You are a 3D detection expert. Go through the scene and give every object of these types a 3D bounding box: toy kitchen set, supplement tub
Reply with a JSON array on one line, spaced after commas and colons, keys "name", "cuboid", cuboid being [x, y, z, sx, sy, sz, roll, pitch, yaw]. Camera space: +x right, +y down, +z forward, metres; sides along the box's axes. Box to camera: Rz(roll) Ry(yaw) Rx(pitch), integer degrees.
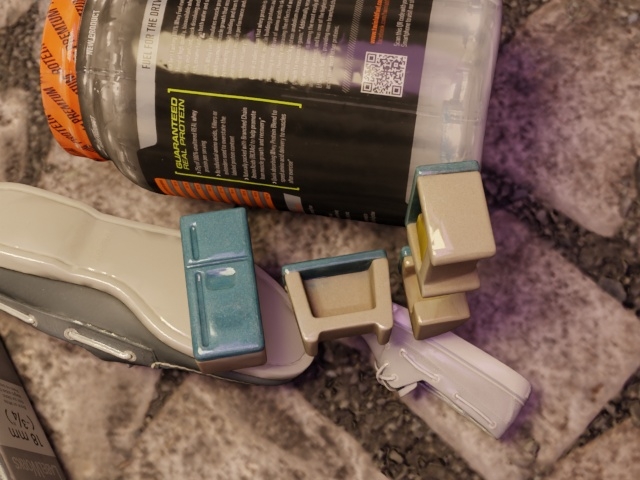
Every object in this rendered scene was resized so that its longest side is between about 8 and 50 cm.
[{"name": "toy kitchen set", "cuboid": [0.000, 0.000, 0.609, 0.207, 0.166, 0.122, -9, 66, -4]}, {"name": "supplement tub", "cuboid": [-0.034, -0.128, 0.694, 0.338, 0.207, 0.207, 8, 77, 7]}]

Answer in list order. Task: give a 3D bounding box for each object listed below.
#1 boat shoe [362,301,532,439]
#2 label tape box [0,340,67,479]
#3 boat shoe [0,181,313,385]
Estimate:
[{"name": "boat shoe", "cuboid": [0.079, 0.100, 0.703, 0.184, 0.066, 0.063, 30, 80, 3]}, {"name": "label tape box", "cuboid": [-0.322, 0.238, 0.657, 0.241, 0.106, 0.333, -33, 68, -3]}, {"name": "boat shoe", "cuboid": [-0.160, 0.052, 0.733, 0.319, 0.099, 0.116, 22, 43, 0]}]
